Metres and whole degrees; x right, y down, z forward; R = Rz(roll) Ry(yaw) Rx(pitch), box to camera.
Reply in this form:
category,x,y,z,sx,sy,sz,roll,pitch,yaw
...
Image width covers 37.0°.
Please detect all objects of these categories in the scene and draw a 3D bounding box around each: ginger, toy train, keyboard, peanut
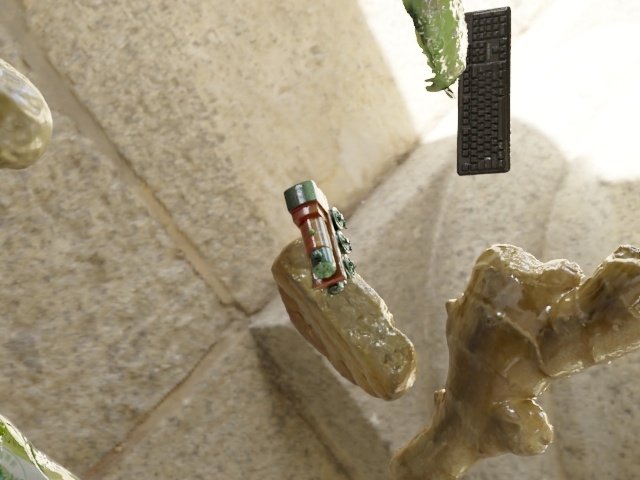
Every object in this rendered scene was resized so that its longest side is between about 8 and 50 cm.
category,x,y,z,sx,sy,sz,roll,pitch,yaw
ginger,0.142,0.104,0.749,0.148,0.334,0.081,46,33,24
toy train,0.000,0.000,0.889,0.064,0.044,0.103,51,21,-56
keyboard,0.149,-0.136,0.871,0.010,0.053,0.155,12,77,-59
peanut,-0.308,-0.142,0.748,0.236,0.110,0.120,42,67,-29

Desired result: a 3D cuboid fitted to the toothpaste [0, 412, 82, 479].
category,x,y,z,sx,sy,sz,roll,pitch,yaw
toothpaste,-0.097,0.144,0.430,0.248,0.046,0.078,49,27,-39

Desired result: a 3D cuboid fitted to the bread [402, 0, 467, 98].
category,x,y,z,sx,sy,sz,roll,pitch,yaw
bread,0.049,-0.234,0.600,0.301,0.045,0.301,-14,90,-80

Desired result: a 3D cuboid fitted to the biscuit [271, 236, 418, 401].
category,x,y,z,sx,sy,sz,roll,pitch,yaw
biscuit,0.035,0.118,1.428,0.091,0.213,0.274,-41,85,-18
